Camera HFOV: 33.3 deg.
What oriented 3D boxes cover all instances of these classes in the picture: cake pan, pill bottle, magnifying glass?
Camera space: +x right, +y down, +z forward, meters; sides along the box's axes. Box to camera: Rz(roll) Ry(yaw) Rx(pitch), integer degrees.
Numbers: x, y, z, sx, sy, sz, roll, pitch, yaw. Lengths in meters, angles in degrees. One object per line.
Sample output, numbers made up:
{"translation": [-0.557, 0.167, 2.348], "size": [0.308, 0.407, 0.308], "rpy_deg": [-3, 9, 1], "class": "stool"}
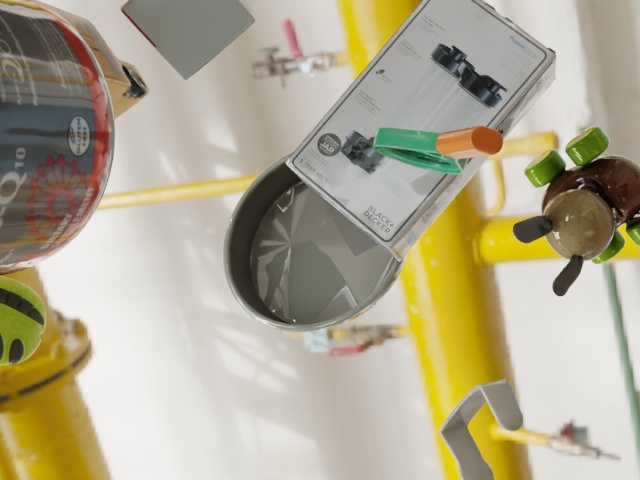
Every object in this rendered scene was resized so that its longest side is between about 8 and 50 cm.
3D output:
{"translation": [0.000, 0.000, 1.538], "size": [0.054, 0.293, 0.293], "rpy_deg": [45, -134, -55], "class": "cake pan"}
{"translation": [-0.298, -0.068, 0.633], "size": [0.363, 0.210, 0.210], "rpy_deg": [-12, -84, -70], "class": "pill bottle"}
{"translation": [0.109, -0.083, 0.968], "size": [0.231, 0.092, 0.026], "rpy_deg": [-179, 106, -77], "class": "magnifying glass"}

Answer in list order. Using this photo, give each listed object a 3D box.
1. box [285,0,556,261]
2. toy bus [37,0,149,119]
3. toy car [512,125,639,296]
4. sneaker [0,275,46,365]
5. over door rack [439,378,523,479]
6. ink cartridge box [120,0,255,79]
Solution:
{"translation": [0.120, -0.140, 1.243], "size": [0.290, 0.169, 0.087], "rpy_deg": [-51, -17, 0], "class": "box"}
{"translation": [-0.327, -0.208, 1.298], "size": [0.130, 0.108, 0.332], "rpy_deg": [55, -169, 4], "class": "toy bus"}
{"translation": [0.304, -0.018, 1.300], "size": [0.155, 0.149, 0.188], "rpy_deg": [51, -126, -5], "class": "toy car"}
{"translation": [-0.398, 0.041, 0.972], "size": [0.295, 0.123, 0.110], "rpy_deg": [33, -115, -32], "class": "sneaker"}
{"translation": [0.206, 0.236, 0.652], "size": [0.239, 0.108, 0.324], "rpy_deg": [-5, -107, -33], "class": "over door rack"}
{"translation": [-0.172, -0.323, 1.436], "size": [0.128, 0.127, 0.176], "rpy_deg": [46, -165, -22], "class": "ink cartridge box"}
